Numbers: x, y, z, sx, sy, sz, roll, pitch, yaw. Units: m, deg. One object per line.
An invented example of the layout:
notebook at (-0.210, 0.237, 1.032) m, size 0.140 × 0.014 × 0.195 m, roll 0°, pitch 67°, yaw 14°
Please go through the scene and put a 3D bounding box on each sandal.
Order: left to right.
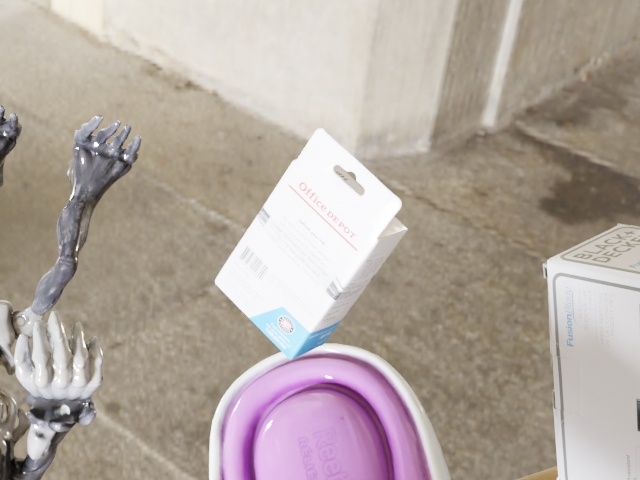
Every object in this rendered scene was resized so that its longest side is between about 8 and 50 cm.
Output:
sandal at (0.023, 0.195, 0.478) m, size 0.169 × 0.102 × 0.416 m, roll -25°, pitch 45°, yaw -4°

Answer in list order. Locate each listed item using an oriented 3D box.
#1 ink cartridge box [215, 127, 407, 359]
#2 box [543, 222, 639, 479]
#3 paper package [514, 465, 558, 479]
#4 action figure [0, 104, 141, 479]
ink cartridge box at (0.000, 0.000, 0.448) m, size 0.048 × 0.083 × 0.028 m, roll 44°, pitch 27°, yaw 17°
box at (0.273, 0.096, 0.636) m, size 0.087 × 0.169 × 0.290 m, roll -23°, pitch 23°, yaw -39°
paper package at (0.260, 0.433, 1.289) m, size 0.324 × 0.168 × 0.309 m, roll -10°, pitch 32°, yaw -37°
action figure at (-0.192, 0.055, 0.605) m, size 0.164 × 0.141 × 0.276 m, roll 13°, pitch 69°, yaw -4°
